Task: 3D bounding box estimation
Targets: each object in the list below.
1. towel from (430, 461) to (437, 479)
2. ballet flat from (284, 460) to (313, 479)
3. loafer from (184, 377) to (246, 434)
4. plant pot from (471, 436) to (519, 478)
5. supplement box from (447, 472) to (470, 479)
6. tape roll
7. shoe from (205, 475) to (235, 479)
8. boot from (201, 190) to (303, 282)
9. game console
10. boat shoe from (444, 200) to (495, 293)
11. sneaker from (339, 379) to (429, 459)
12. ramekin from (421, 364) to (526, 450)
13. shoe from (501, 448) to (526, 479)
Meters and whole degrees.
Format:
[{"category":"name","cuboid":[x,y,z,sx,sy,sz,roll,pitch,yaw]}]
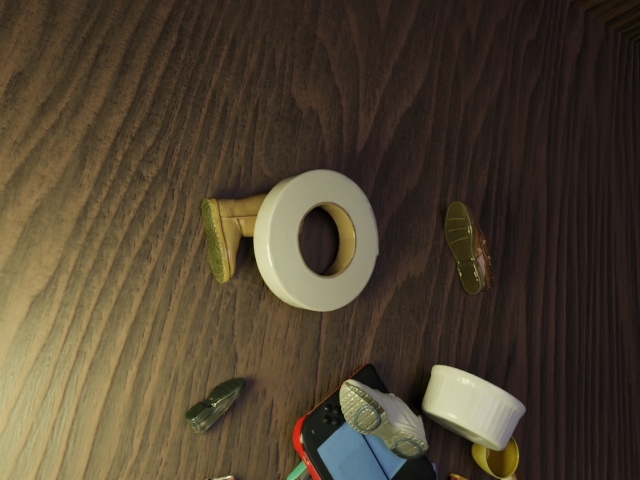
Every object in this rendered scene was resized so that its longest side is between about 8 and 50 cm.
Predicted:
[{"category":"towel","cuboid":[0.215,0.734,1.534,0.285,0.034,0.209,5,74,-29]},{"category":"ballet flat","cuboid":[-0.076,0.625,1.385,0.203,0.074,0.074,-29,92,-32]},{"category":"loafer","cuboid":[-0.249,0.403,1.358,0.170,0.062,0.061,-33,117,-27]},{"category":"plant pot","cuboid":[0.515,0.643,1.677,0.134,0.095,0.134,7,74,-26]},{"category":"supplement box","cuboid":[0.399,0.734,1.624,0.055,0.043,0.083,29,67,-21]},{"category":"tape roll","cuboid":[0.000,0.000,1.518,0.392,0.072,0.392,2,87,-38]},{"category":"shoe","cuboid":[-0.278,0.601,1.288,0.178,0.063,0.081,3,75,-33]},{"category":"boot","cuboid":[-0.165,-0.020,1.480,0.270,0.089,0.236,-6,85,-32]},{"category":"game console","cuboid":[0.127,0.569,1.468,0.342,0.060,0.386,-29,88,-39]},{"category":"boat shoe","cuboid":[0.494,0.017,1.818,0.104,0.111,0.307,-14,95,-34]},{"category":"sneaker","cuboid":[0.164,0.459,1.476,0.297,0.111,0.129,42,27,-17]},{"category":"ramekin","cuboid":[0.422,0.478,1.572,0.277,0.277,0.135,35,71,-17]},{"category":"shoe","cuboid":[0.598,0.748,1.725,0.076,0.058,0.219,-8,85,-49]}]
